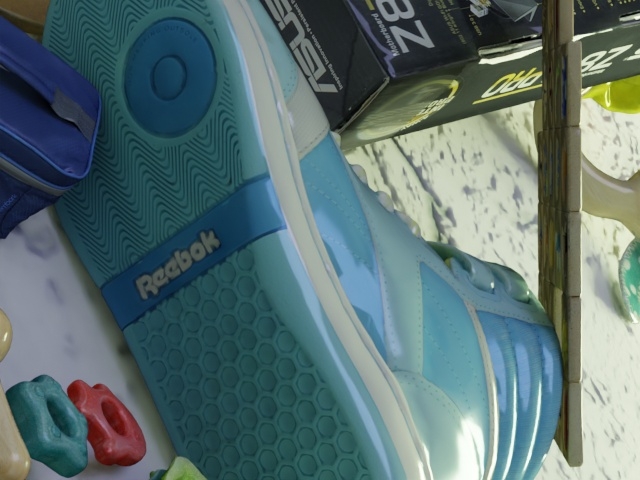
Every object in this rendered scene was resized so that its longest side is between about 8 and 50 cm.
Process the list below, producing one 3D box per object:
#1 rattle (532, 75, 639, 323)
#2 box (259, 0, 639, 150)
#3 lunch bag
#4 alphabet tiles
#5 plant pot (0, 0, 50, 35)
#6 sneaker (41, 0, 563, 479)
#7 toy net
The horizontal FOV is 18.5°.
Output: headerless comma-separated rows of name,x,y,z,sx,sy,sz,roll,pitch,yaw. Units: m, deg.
rattle,0.197,-0.038,1.314,0.130,0.143,0.199,-21,93,-27
box,0.042,-0.262,1.170,0.318,0.097,0.395,-17,73,-42
lunch bag,-0.141,-0.057,0.816,0.098,0.065,0.067,36,35,-30
alphabet tiles,0.120,-0.017,0.999,0.198,0.009,0.237,-46,136,-86
plant pot,-0.171,-0.190,0.941,0.236,0.032,0.236,36,34,-30
sneaker,0.000,0.000,0.907,0.208,0.127,0.319,-8,76,-55
toy net,-0.101,0.051,0.743,0.232,0.045,0.122,53,16,-17
